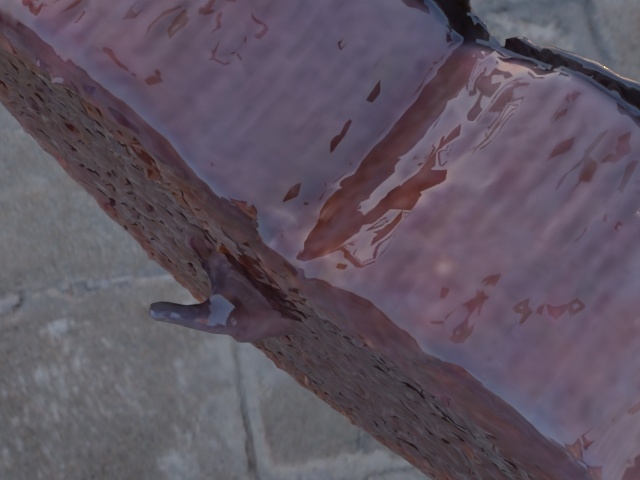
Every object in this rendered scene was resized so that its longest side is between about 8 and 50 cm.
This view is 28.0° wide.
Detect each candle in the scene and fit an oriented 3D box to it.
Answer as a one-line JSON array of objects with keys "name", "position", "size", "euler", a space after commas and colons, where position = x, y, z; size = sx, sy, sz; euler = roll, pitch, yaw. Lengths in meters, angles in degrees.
[{"name": "candle", "position": [0.000, 0.000, 0.487], "size": [0.317, 0.287, 0.131], "euler": [40, 78, 5]}]
